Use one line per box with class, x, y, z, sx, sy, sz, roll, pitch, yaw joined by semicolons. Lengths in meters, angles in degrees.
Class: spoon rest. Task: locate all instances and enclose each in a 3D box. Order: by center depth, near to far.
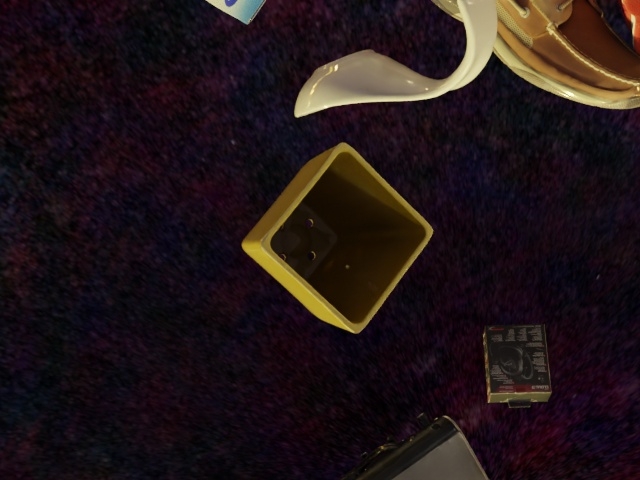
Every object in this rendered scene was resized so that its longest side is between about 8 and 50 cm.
spoon rest;0.080;-0.181;1.149;0.276;0.137;0.084;-20;92;47

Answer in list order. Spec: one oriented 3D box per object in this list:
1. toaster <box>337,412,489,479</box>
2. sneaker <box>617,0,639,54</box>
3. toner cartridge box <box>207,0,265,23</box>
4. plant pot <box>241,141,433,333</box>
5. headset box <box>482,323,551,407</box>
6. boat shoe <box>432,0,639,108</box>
toaster;0.010;0.196;0.586;0.186;0.168;0.110;-31;78;-22
sneaker;0.326;-0.297;1.091;0.087;0.221;0.128;-21;62;1
toner cartridge box;-0.032;-0.451;1.355;0.075;0.348;0.165;28;53;-15
plant pot;0.000;0.000;0.639;0.081;0.083;0.081;43;71;-17
headset box;0.201;0.130;1.075;0.062;0.032;0.083;-2;64;3
boat shoe;0.247;-0.265;1.182;0.324;0.116;0.123;41;43;24
